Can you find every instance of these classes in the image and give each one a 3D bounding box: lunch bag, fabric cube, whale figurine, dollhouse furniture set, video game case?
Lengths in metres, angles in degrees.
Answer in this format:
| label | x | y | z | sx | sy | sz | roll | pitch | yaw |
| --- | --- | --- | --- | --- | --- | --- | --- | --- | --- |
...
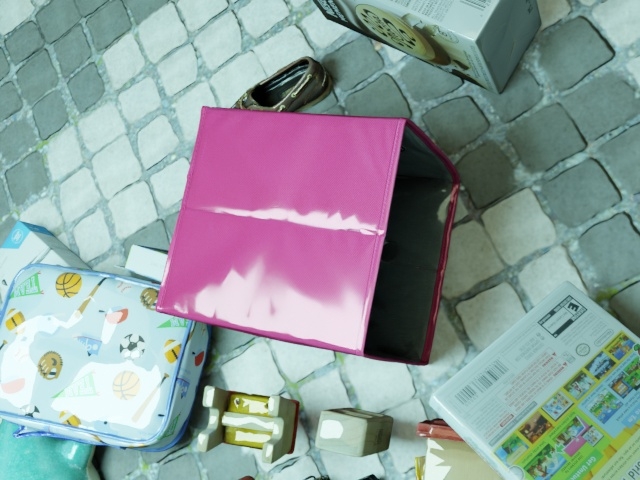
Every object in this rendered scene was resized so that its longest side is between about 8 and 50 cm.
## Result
| label | x | y | z | sx | sy | sz | roll | pitch | yaw |
| --- | --- | --- | --- | --- | --- | --- | --- | --- | --- |
| lunch bag | -0.320 | 0.167 | 1.034 | 0.303 | 0.115 | 0.243 | 9 | 74 | 10 |
| fabric cube | 0.000 | 0.000 | 0.899 | 0.258 | 0.254 | 0.259 | 8 | 83 | 26 |
| whale figurine | -0.429 | 0.324 | 1.069 | 0.216 | 0.141 | 0.272 | -24 | 70 | 17 |
| dollhouse furniture set | 0.047 | 0.294 | 0.858 | 0.373 | 0.152 | 0.201 | 4 | 81 | 20 |
| video game case | 0.262 | 0.170 | 0.758 | 0.227 | 0.026 | 0.206 | -33 | 61 | -25 |

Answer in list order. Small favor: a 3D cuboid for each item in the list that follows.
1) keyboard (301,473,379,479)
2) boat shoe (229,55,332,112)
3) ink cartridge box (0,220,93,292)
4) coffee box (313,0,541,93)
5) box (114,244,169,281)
| label | x | y | z | sx | sy | sz | roll | pitch | yaw |
| --- | --- | --- | --- | --- | --- | --- | --- | --- | --- |
| keyboard | 0.000 | 0.346 | 0.952 | 0.192 | 0.038 | 0.100 | -26 | 93 | 14 |
| boat shoe | -0.084 | -0.199 | 1.076 | 0.207 | 0.073 | 0.073 | -34 | 69 | 14 |
| ink cartridge box | -0.435 | 0.060 | 1.173 | 0.180 | 0.060 | 0.104 | 35 | 93 | 25 |
| coffee box | 0.120 | -0.325 | 0.965 | 0.297 | 0.168 | 0.119 | 32 | 92 | 26 |
| box | -0.187 | 0.046 | 1.045 | 0.178 | 0.109 | 0.043 | 16 | 89 | 25 |
